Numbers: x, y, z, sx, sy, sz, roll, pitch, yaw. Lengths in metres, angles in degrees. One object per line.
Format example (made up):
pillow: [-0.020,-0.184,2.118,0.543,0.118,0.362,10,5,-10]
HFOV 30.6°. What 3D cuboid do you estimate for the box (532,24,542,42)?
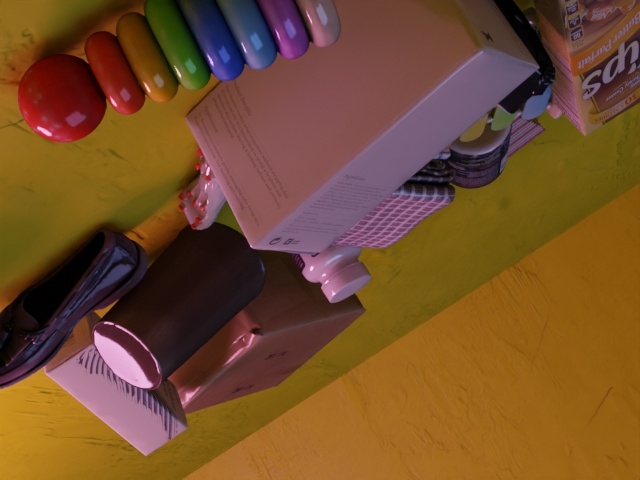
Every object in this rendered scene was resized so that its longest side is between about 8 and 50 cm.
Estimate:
box: [0.335,-0.311,1.863,0.168,0.054,0.059,-18,158,-38]

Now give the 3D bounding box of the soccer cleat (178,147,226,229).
soccer cleat: [-0.146,-0.079,1.643,0.076,0.068,0.196,-26,160,-31]

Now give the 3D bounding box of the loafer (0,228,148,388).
loafer: [-0.387,0.088,1.663,0.302,0.109,0.095,-39,144,1]

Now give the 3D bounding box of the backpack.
backpack: [0.197,-0.263,1.514,0.144,0.188,0.165,-34,148,28]

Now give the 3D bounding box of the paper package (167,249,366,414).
paper package: [-0.134,0.156,2.110,0.309,0.168,0.324,-43,162,33]

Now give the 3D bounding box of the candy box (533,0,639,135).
candy box: [0.399,-0.305,1.608,0.182,0.088,0.316,-31,143,-2]

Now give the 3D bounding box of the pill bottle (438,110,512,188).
pill bottle: [0.259,-0.167,2.012,0.130,0.130,0.246,-31,164,-3]

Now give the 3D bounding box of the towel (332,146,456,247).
towel: [0.039,-0.065,1.712,0.235,0.121,0.283,4,164,-24]

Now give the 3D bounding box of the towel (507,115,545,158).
towel: [0.350,-0.197,2.284,0.144,0.029,0.197,-38,161,20]

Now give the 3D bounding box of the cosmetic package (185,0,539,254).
cosmetic package: [0.041,-0.177,1.416,0.385,0.217,0.156,-38,157,26]

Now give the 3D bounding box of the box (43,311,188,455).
box: [-0.333,0.225,1.888,0.094,0.113,0.275,-34,133,6]

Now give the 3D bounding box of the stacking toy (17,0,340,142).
stacking toy: [-0.151,-0.194,1.192,0.330,0.141,0.141,-28,164,-1]

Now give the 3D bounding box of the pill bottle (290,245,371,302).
pill bottle: [0.000,0.000,1.907,0.108,0.194,0.108,-29,164,-9]

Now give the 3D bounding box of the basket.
basket: [-0.217,0.101,1.740,0.204,0.154,0.227,-30,-167,49]

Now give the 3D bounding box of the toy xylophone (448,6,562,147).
toy xylophone: [0.223,-0.226,1.747,0.322,0.081,0.236,-18,154,-4]
